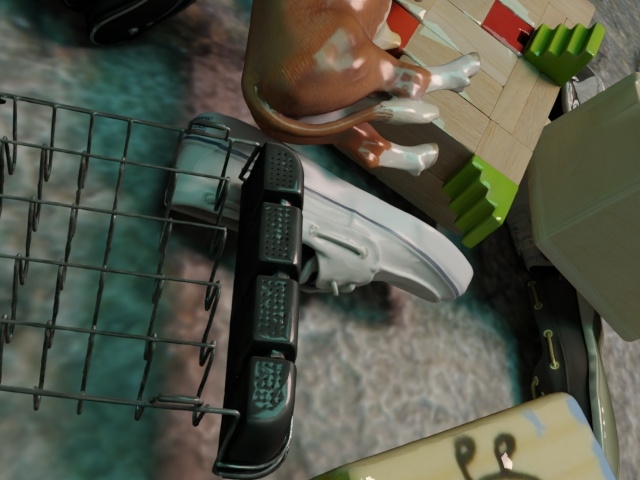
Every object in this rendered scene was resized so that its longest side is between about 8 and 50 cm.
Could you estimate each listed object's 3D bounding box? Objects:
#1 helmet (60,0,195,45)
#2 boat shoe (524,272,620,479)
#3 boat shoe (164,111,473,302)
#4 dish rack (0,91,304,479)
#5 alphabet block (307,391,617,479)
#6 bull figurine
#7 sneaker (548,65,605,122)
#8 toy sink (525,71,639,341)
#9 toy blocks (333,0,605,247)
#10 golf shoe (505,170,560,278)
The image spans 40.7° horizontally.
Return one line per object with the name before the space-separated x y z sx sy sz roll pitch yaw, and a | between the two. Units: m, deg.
helmet | -0.139 -0.242 0.633 0.169 0.161 0.169 25 47 -30
boat shoe | 0.229 0.126 0.796 0.081 0.069 0.227 57 30 -43
boat shoe | 0.000 0.000 0.661 0.258 0.095 0.084 28 76 -18
dish rack | -0.137 0.012 0.489 0.272 0.074 0.208 10 56 -13
alphabet block | 0.055 0.212 0.462 0.197 0.193 0.192 -6 64 -46
bull figurine | 0.019 -0.195 0.652 0.189 0.101 0.310 15 64 -21
sneaker | 0.289 -0.181 1.033 0.132 0.086 0.228 54 32 -40
toy sink | 0.293 -0.052 0.819 0.153 0.131 0.234 44 33 -23
toy blocks | 0.100 -0.196 0.829 0.261 0.191 0.381 35 53 -6
golf shoe | 0.227 -0.010 0.896 0.176 0.069 0.086 48 45 -4
